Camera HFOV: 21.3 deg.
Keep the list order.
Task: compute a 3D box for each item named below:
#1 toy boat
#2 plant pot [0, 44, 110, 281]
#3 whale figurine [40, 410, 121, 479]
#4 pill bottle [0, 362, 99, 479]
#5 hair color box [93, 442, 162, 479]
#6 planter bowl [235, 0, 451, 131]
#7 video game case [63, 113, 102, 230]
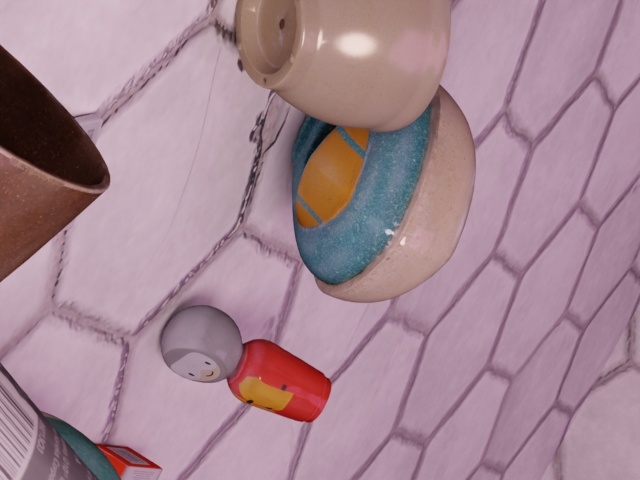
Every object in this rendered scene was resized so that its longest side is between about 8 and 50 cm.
[{"bbox_3d":[0.000,0.000,1.395,0.318,0.148,0.267,-59,-163,12],"label":"toy boat"},{"bbox_3d":[-0.259,-0.011,0.826,0.230,0.215,0.215,-48,159,8],"label":"plant pot"},{"bbox_3d":[-0.246,0.237,1.159,0.272,0.141,0.216,-35,123,-26],"label":"whale figurine"},{"bbox_3d":[-0.192,0.227,1.001,0.204,0.204,0.361,-48,119,-28],"label":"pill bottle"},{"bbox_3d":[-0.194,0.241,1.423,0.141,0.043,0.072,-62,157,1],"label":"hair color box"},{"bbox_3d":[0.006,-0.160,1.259,0.109,0.162,0.162,-4,123,-34],"label":"planter bowl"},{"bbox_3d":[-0.196,-0.036,1.136,0.122,0.011,0.087,-22,136,-57],"label":"video game case"}]
